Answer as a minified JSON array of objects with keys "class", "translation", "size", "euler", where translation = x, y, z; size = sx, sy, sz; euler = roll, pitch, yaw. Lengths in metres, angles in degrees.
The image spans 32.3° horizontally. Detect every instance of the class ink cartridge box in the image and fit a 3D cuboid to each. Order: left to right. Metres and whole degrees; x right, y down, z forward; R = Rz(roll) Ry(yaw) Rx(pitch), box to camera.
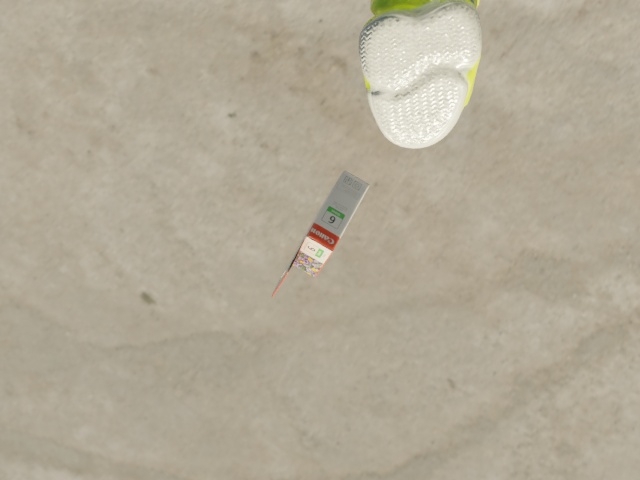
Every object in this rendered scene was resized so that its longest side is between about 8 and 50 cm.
[{"class":"ink cartridge box","translation":[0.000,0.000,0.967],"size":[0.029,0.115,0.063],"euler":[30,153,-2]}]

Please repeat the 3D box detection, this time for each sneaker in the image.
[{"class":"sneaker","translation":[0.082,-0.197,0.847],"size":[0.091,0.126,0.240],"euler":[5,110,8]}]
